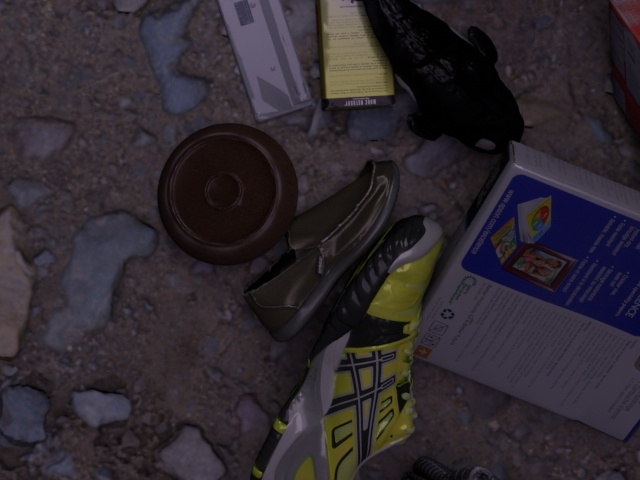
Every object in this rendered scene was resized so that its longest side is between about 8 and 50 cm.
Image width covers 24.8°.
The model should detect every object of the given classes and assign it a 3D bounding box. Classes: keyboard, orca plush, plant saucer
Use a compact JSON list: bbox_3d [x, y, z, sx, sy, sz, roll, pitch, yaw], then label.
[{"bbox_3d":[-0.080,-0.270,1.706,0.072,0.014,0.256,-18,96,0],"label":"keyboard"},{"bbox_3d":[0.155,-0.212,1.657,0.151,0.102,0.287,-36,108,-22],"label":"orca plush"},{"bbox_3d":[-0.111,-0.055,1.682,0.168,0.029,0.168,-1,85,9],"label":"plant saucer"}]

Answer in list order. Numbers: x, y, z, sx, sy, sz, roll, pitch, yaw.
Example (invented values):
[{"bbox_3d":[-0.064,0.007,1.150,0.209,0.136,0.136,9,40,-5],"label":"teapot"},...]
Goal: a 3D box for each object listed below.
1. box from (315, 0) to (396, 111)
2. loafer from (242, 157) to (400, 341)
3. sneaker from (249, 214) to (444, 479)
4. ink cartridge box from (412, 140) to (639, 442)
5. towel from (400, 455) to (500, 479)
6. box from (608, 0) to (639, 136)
[{"bbox_3d":[0.037,-0.269,1.695,0.087,0.058,0.232,-5,95,-7],"label":"box"},{"bbox_3d":[0.000,0.000,1.691,0.087,0.094,0.251,36,89,-12],"label":"loafer"},{"bbox_3d":[0.059,0.148,1.668,0.147,0.145,0.384,27,108,3],"label":"sneaker"},{"bbox_3d":[0.287,0.065,1.670,0.307,0.072,0.303,21,125,-10],"label":"ink cartridge box"},{"bbox_3d":[0.221,0.355,1.674,0.284,0.235,0.121,34,86,-9],"label":"towel"},{"bbox_3d":[0.438,-0.157,1.613,0.142,0.300,0.154,-16,130,-2],"label":"box"}]
